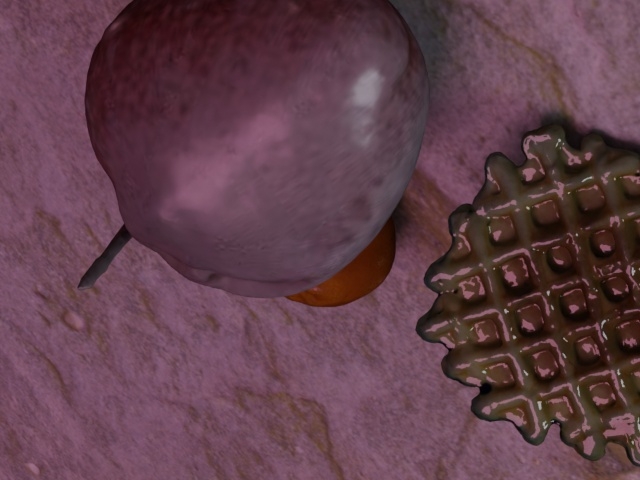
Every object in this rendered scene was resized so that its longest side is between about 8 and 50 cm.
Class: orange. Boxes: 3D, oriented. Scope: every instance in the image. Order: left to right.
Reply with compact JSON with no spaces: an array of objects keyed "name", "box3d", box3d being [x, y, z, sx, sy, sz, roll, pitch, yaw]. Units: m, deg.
[{"name":"orange","box3d":[0.000,0.000,2.001,0.159,0.136,0.159,21,144,16]}]

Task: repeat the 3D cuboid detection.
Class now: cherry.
[{"name":"cherry","box3d":[-0.050,-0.103,1.797,0.335,0.291,0.326,-5,110,25]}]

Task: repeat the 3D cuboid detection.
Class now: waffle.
[{"name":"waffle","box3d":[0.249,0.052,1.818,0.292,0.056,0.309,25,107,11]}]
